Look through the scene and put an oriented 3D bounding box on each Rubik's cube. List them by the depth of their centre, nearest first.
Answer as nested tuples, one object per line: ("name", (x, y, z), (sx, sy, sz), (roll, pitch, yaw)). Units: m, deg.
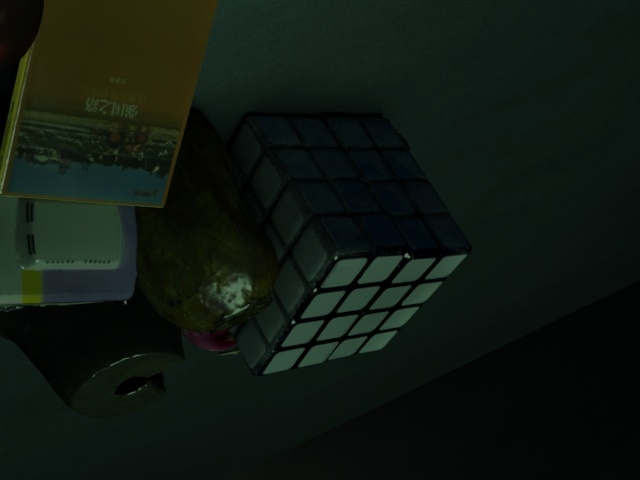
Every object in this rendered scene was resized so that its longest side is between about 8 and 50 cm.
("Rubik's cube", (0.000, 0.000, 1.746), (0.337, 0.344, 0.344), (-4, 141, -39))

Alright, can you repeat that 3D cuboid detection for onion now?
("onion", (-0.191, 0.137, 1.981), (0.207, 0.200, 0.200), (-61, 151, -5))

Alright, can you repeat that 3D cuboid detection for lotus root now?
("lotus root", (-0.207, -0.013, 1.541), (0.250, 0.346, 0.250), (-27, 160, -11))

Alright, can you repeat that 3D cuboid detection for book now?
("book", (-0.273, -0.227, 1.266), (0.262, 0.028, 0.374), (3, 110, -46))

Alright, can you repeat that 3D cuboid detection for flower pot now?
("flower pot", (-0.403, 0.169, 1.749), (0.379, 0.251, 0.379), (-22, 153, -12))

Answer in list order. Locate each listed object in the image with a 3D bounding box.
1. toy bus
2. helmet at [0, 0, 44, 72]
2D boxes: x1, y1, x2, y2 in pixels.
("toy bus", (-0.472, -0.004, 1.335), (0.249, 0.209, 0.440), (-8, 173, 43))
("helmet", (-0.416, -0.278, 1.085), (0.189, 0.193, 0.216), (-7, 174, -39))
